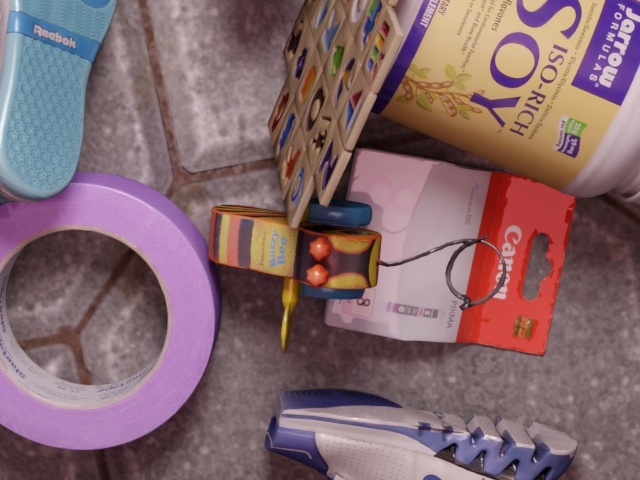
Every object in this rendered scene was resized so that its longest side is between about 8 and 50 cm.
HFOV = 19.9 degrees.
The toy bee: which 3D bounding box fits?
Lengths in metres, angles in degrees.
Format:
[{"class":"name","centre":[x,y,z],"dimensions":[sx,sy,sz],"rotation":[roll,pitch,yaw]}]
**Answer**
[{"class":"toy bee","centre":[0.000,0.000,1.761],"dimensions":[0.298,0.162,0.195],"rotation":[-15,86,28]}]

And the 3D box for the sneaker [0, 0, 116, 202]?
[{"class":"sneaker","centre":[-0.317,-0.175,1.814],"dimensions":[0.127,0.208,0.319],"rotation":[28,62,-35]}]

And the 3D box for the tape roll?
[{"class":"tape roll","centre":[-0.241,0.071,1.869],"dimensions":[0.275,0.090,0.274],"rotation":[0,100,1]}]

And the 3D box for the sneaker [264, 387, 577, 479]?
[{"class":"sneaker","centre":[0.093,0.263,1.870],"dimensions":[0.316,0.127,0.182],"rotation":[10,98,-1]}]

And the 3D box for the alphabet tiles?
[{"class":"alphabet tiles","centre":[0.016,-0.180,1.676],"dimensions":[0.011,0.342,0.285],"rotation":[17,115,-16]}]

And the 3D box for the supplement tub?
[{"class":"supplement tub","centre":[0.206,-0.183,1.727],"dimensions":[0.331,0.241,0.241],"rotation":[22,100,-5]}]

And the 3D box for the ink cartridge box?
[{"class":"ink cartridge box","centre":[0.132,0.013,1.864],"dimensions":[0.232,0.066,0.189],"rotation":[11,100,4]}]
